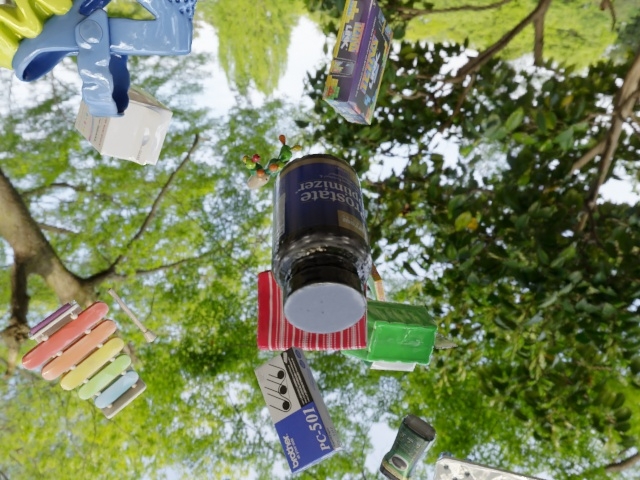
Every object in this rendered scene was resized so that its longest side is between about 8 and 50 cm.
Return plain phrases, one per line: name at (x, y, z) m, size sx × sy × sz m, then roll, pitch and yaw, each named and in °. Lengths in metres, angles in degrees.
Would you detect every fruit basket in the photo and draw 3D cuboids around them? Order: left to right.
fruit basket at (0.146, 0.238, 1.421) m, size 0.327 × 0.165 × 0.353 m, roll 9°, pitch -179°, yaw -23°

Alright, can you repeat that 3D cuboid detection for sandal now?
sandal at (-0.172, -0.239, 0.505) m, size 0.317 × 0.138 × 0.126 m, roll -36°, pitch -162°, yaw 10°

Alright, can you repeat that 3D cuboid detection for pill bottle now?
pill bottle at (0.000, 0.000, 0.640) m, size 0.123 × 0.123 × 0.219 m, roll 2°, pitch -136°, yaw -7°

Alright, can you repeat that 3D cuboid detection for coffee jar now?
coffee jar at (0.232, 0.567, 1.373) m, size 0.096 × 0.184 × 0.079 m, roll 31°, pitch -161°, yaw 23°

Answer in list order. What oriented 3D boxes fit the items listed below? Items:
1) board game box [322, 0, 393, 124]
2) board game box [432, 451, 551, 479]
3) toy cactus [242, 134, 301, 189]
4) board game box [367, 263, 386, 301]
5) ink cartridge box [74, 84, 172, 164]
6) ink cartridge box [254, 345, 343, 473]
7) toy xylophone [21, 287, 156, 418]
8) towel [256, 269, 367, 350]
board game box at (0.067, -0.296, 0.856) m, size 0.048 × 0.170 × 0.141 m, roll 15°, pitch -176°, yaw 19°
board game box at (0.397, 0.643, 1.020) m, size 0.390 × 0.390 × 0.050 m, roll 9°, pitch -172°, yaw 10°
toy cactus at (-0.152, -0.210, 1.448) m, size 0.112 × 0.180 × 0.219 m, roll 58°, pitch -143°, yaw 3°
board game box at (0.179, 0.116, 1.850) m, size 0.039 × 0.124 × 0.259 m, roll -18°, pitch -146°, yaw -5°
ink cartridge box at (-0.303, -0.185, 0.792) m, size 0.090 × 0.092 × 0.143 m, roll 5°, pitch -156°, yaw -46°
ink cartridge box at (-0.044, 0.317, 0.969) m, size 0.046 × 0.097 × 0.207 m, roll 31°, pitch -152°, yaw -58°
toy xylophone at (-0.526, 0.255, 1.211) m, size 0.236 × 0.322 × 0.081 m, roll -47°, pitch -140°, yaw -19°
towel at (-0.025, 0.156, 1.195) m, size 0.275 × 0.198 × 0.031 m, roll -6°, pitch 164°, yaw 22°
